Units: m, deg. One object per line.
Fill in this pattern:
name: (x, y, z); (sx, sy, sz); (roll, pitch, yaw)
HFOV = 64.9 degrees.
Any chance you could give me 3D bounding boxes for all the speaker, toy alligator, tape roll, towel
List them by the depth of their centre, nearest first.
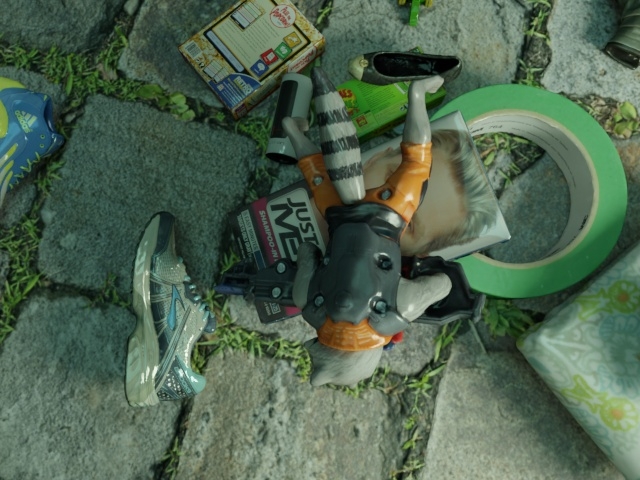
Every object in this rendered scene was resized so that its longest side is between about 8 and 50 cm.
towel: (0.504, 0.149, 0.668); (0.374, 0.090, 0.320); (-38, 77, -5)
tape roll: (0.281, -0.072, 0.761); (0.321, 0.077, 0.321); (0, 81, 3)
speaker: (-0.048, -0.192, 0.803); (0.055, 0.055, 0.136); (11, 82, 4)
toy alligator: (0.165, -0.453, 0.838); (0.056, 0.051, 0.189); (8, 81, 3)

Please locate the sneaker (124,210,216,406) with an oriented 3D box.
sneaker: (-0.219, 0.098, 0.754); (0.122, 0.110, 0.283); (2, 83, -16)

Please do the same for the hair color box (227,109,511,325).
hair color box: (0.059, -0.020, 0.693); (0.347, 0.105, 0.174); (-22, 81, 18)

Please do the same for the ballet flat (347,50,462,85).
ballet flat: (0.128, -0.269, 0.766); (0.173, 0.049, 0.057); (1, 80, 2)

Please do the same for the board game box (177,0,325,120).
board game box: (-0.111, -0.315, 0.829); (0.193, 0.045, 0.147); (-39, 81, -4)

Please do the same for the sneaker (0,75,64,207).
sneaker: (-0.483, -0.134, 0.793); (0.126, 0.091, 0.240); (8, 93, -9)

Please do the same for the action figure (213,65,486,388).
action figure: (0.000, 0.000, 0.569); (0.341, 0.178, 0.330); (-6, 79, 19)

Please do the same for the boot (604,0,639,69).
boot: (0.498, -0.372, 0.803); (0.246, 0.083, 0.161); (29, 89, 8)

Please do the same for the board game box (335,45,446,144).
board game box: (0.097, -0.225, 0.808); (0.181, 0.043, 0.092); (-27, 80, -3)
